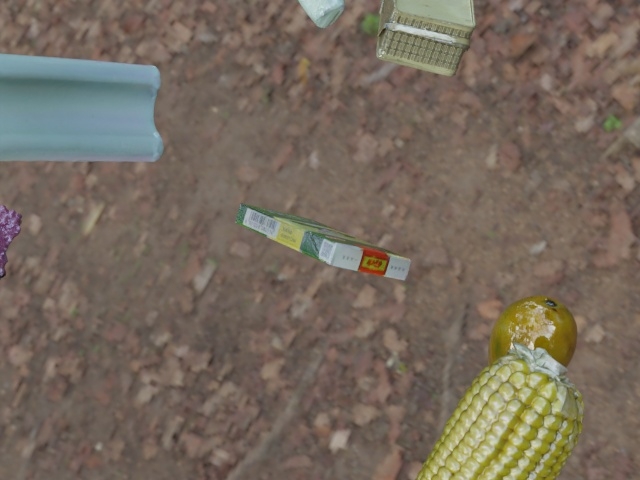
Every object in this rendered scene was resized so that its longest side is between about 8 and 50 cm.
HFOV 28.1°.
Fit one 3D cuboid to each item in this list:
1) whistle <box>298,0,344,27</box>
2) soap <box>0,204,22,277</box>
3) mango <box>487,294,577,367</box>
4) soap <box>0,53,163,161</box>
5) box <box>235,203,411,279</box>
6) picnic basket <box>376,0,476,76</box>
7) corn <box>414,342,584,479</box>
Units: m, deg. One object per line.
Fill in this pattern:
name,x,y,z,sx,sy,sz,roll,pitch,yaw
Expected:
whistle,-0.035,-0.311,1.184,0.106,0.101,0.253,-21,71,-6
soap,-0.547,-0.004,1.853,0.289,0.182,0.112,-18,50,67
mango,0.261,0.130,1.616,0.163,0.090,0.111,146,127,-63
soap,-0.298,-0.114,1.112,0.173,0.290,0.095,4,96,40
box,0.000,0.000,1.722,0.235,0.132,0.034,24,98,53
picnic basket,0.138,-0.298,1.676,0.164,0.115,0.079,-84,8,-47
corn,0.169,0.296,1.440,0.144,0.144,0.387,41,108,51
